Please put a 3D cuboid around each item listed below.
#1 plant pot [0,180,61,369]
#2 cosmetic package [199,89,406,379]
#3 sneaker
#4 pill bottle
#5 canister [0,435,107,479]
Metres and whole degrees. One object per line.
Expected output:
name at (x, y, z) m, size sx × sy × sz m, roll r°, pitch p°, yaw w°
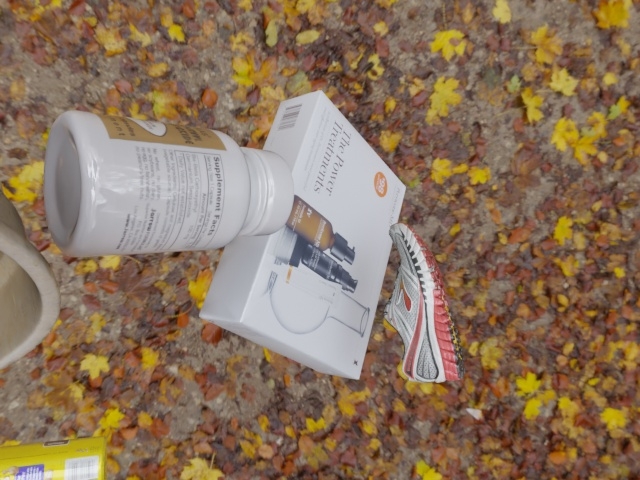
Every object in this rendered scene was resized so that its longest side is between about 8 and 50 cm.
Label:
plant pot at (-0.374, -0.071, 0.319) m, size 0.333 × 0.334 × 0.306 m, roll -16°, pitch 63°, yaw -10°
cosmetic package at (0.000, 0.000, 0.773) m, size 0.284 × 0.097 × 0.377 m, roll 39°, pitch 60°, yaw -44°
sneaker at (0.120, 0.078, 0.636) m, size 0.092 × 0.088 × 0.225 m, roll -18°, pitch 62°, yaw 19°
pill bottle at (-0.146, -0.053, 0.493) m, size 0.229 × 0.131 × 0.131 m, roll -3°, pitch 91°, yaw -44°
canister at (-0.370, 0.321, 0.610) m, size 0.169 × 0.073 × 0.126 m, roll 2°, pitch 106°, yaw -20°
